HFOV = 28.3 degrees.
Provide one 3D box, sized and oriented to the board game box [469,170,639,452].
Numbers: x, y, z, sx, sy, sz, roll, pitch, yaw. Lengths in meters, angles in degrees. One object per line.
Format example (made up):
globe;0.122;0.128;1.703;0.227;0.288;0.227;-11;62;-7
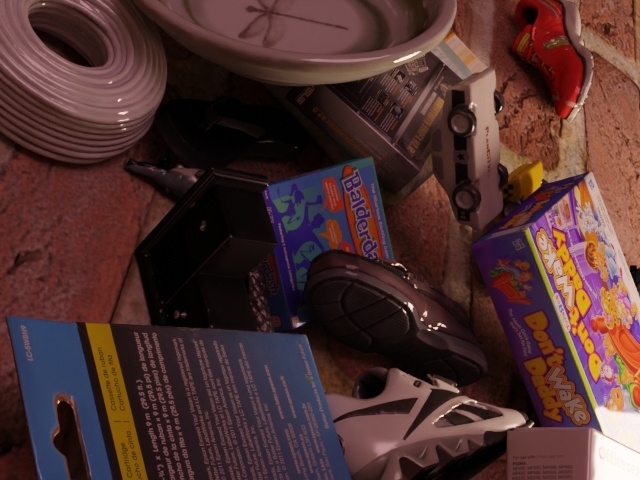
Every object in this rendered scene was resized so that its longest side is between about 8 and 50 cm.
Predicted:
board game box;0.327;0.115;1.586;0.233;0.078;0.347;-34;105;-52

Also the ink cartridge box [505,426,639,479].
ink cartridge box;0.271;0.326;1.327;0.172;0.100;0.237;29;59;-49

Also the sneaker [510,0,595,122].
sneaker;0.377;-0.304;2.122;0.118;0.107;0.279;9;45;-14

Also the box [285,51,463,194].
box;0.078;-0.188;1.612;0.183;0.056;0.231;41;40;-8

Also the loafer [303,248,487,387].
loafer;0.083;0.076;1.439;0.302;0.109;0.095;35;41;-42

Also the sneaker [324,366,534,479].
sneaker;0.112;0.192;1.368;0.330;0.122;0.146;2;48;-54

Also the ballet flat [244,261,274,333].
ballet flat;-0.090;0.046;1.354;0.049;0.057;0.173;1;66;-47

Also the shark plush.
shark plush;-0.140;-0.047;1.414;0.161;0.073;0.067;35;69;-22

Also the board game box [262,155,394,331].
board game box;0.000;0.000;1.452;0.210;0.047;0.160;-21;100;-50

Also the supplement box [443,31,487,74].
supplement box;0.216;-0.268;1.962;0.098;0.036;0.062;47;37;1

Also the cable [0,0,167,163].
cable;-0.284;-0.208;1.391;0.257;0.089;0.257;52;37;7

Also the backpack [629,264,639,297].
backpack;0.519;0.085;1.891;0.105;0.084;0.114;32;42;-15

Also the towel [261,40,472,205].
towel;0.045;-0.243;1.743;0.374;0.090;0.320;48;40;2

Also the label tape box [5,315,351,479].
label tape box;-0.134;0.203;1.146;0.333;0.106;0.241;8;52;-39

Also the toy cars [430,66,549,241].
toy cars;0.212;-0.062;1.633;0.394;0.087;0.177;51;52;-50

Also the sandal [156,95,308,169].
sandal;-0.101;-0.141;1.507;0.097;0.054;0.254;51;30;16

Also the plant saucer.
plant saucer;-0.042;-0.280;1.509;0.400;0.101;0.400;7;39;-5

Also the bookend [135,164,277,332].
bookend;-0.106;0.036;1.284;0.072;0.156;0.157;9;52;-39
